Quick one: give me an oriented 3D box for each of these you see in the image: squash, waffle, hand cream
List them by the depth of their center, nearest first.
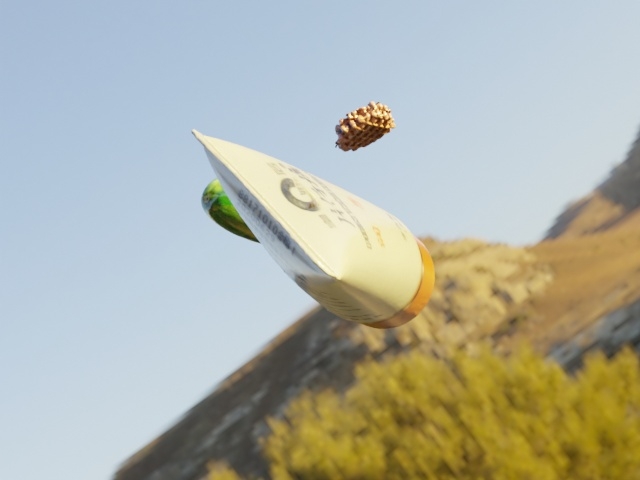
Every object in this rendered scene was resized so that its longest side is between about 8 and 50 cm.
[{"bbox_3d":[0.000,0.000,1.104,0.089,0.140,0.314,-46,-18,7],"label":"hand cream"},{"bbox_3d":[-0.010,-0.020,1.647,0.292,0.082,0.082,19,-48,-40],"label":"squash"},{"bbox_3d":[0.054,-0.142,1.917,0.083,0.029,0.075,-25,-26,-1],"label":"waffle"}]
